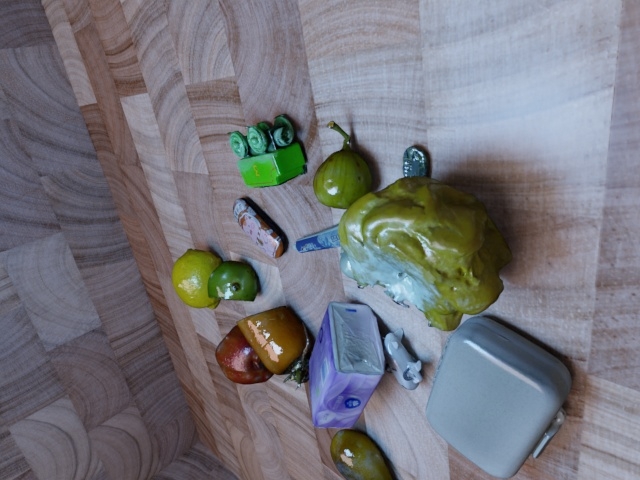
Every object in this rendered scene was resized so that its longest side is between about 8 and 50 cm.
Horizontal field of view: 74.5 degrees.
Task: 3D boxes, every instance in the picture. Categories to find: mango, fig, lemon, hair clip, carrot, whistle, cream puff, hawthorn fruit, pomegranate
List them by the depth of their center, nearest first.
[{"bbox_3d":[0.213,-0.013,0.816,0.323,0.270,0.274,29,151,23],"label":"cream puff"},{"bbox_3d":[0.210,-0.102,0.964,0.066,0.036,0.229,20,120,36],"label":"hair clip"},{"bbox_3d":[0.053,-0.167,1.043,0.142,0.147,0.186,151,130,-66],"label":"fig"},{"bbox_3d":[0.129,0.055,1.102,0.101,0.106,0.253,40,157,-22],"label":"whistle"},{"bbox_3d":[0.161,0.813,1.507,0.316,0.146,0.193,46,143,-2],"label":"mango"},{"bbox_3d":[-0.134,0.372,1.532,0.331,0.214,0.193,54,180,17],"label":"carrot"},{"bbox_3d":[-0.332,0.165,1.681,0.189,0.241,0.159,0,77,26],"label":"pomegranate"},{"bbox_3d":[-0.281,0.475,1.709,0.300,0.254,0.254,18,126,57],"label":"hawthorn fruit"},{"bbox_3d":[-0.522,0.171,1.831,0.233,0.233,0.288,-10,107,51],"label":"lemon"}]

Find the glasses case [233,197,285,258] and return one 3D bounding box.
[{"bbox_3d":[-0.217,-0.045,1.471,0.266,0.067,0.103,43,137,23],"label":"glasses case"}]

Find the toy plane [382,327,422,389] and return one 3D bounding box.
[{"bbox_3d":[0.229,0.337,1.178,0.174,0.080,0.174,51,157,31],"label":"toy plane"}]

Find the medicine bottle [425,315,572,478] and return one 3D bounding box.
[{"bbox_3d":[0.389,0.368,0.972,0.282,0.123,0.375,31,132,32],"label":"medicine bottle"}]

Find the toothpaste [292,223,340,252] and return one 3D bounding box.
[{"bbox_3d":[0.000,0.001,1.269,0.268,0.047,0.069,-14,88,49],"label":"toothpaste"}]

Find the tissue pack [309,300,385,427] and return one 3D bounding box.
[{"bbox_3d":[0.067,0.382,1.267,0.242,0.160,0.338,-94,13,-46],"label":"tissue pack"}]

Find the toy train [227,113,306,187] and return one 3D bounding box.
[{"bbox_3d":[-0.156,-0.252,1.227,0.243,0.132,0.188,3,119,51],"label":"toy train"}]
